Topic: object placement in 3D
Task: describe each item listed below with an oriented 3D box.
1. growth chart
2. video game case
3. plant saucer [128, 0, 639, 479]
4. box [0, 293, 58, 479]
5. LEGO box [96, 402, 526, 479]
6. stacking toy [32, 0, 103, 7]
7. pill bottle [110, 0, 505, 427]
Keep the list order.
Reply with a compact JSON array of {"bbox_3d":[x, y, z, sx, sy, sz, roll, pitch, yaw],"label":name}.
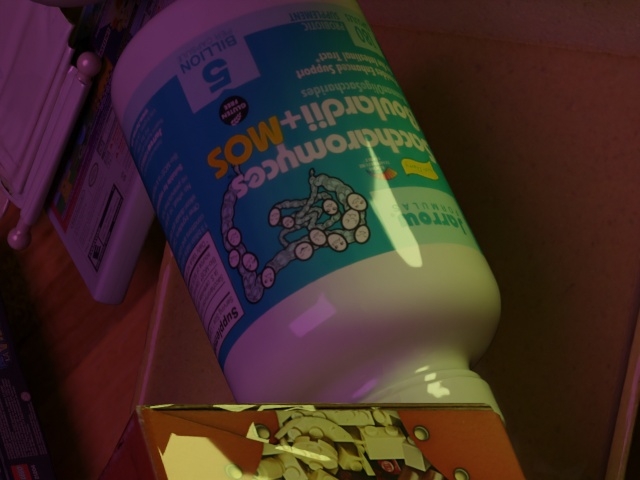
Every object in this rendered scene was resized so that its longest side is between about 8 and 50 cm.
[{"bbox_3d":[-0.214,-0.122,1.350,0.172,0.021,0.237,-58,43,31],"label":"growth chart"},{"bbox_3d":[-0.125,-0.088,1.257,0.183,0.023,0.201,51,125,55],"label":"video game case"},{"bbox_3d":[0.063,0.001,1.121,0.333,0.081,0.332,12,91,37],"label":"plant saucer"},{"bbox_3d":[-0.239,0.098,1.342,0.114,0.036,0.207,-47,57,47],"label":"box"},{"bbox_3d":[-0.042,0.367,0.936,0.500,0.193,0.372,-59,39,41],"label":"LEGO box"},{"bbox_3d":[-0.060,-0.286,1.073,0.480,0.351,0.350,-41,59,49],"label":"stacking toy"},{"bbox_3d":[0.000,0.000,1.027,0.146,0.146,0.264,-38,63,27],"label":"pill bottle"}]
